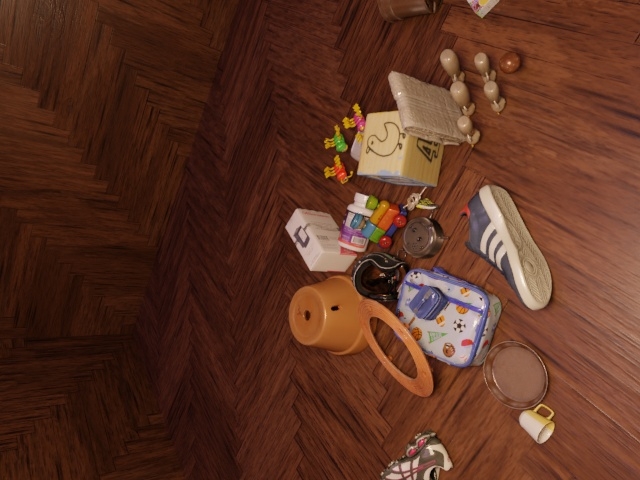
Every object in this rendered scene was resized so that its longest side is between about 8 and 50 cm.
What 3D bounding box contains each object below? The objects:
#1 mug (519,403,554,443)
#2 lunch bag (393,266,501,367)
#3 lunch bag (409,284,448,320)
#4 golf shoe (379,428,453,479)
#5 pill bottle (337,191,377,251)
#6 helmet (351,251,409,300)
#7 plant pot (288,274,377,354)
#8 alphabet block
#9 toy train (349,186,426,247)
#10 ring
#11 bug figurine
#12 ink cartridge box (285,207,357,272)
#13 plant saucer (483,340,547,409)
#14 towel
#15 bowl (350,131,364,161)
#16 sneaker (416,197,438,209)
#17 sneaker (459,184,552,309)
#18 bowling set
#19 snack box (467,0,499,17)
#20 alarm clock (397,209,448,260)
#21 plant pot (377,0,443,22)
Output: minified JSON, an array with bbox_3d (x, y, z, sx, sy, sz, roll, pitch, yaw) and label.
[{"bbox_3d":[0.531,0.447,1.111,0.064,0.078,0.062,34,143,55],"label":"mug"},{"bbox_3d":[0.349,0.208,1.304,0.303,0.115,0.243,20,98,47],"label":"lunch bag"},{"bbox_3d":[0.291,0.173,1.245,0.098,0.065,0.067,-57,44,17],"label":"lunch bag"},{"bbox_3d":[0.271,0.685,1.336,0.120,0.105,0.273,49,121,33],"label":"golf shoe"},{"bbox_3d":[0.135,-0.066,1.589,0.108,0.108,0.193,28,105,47],"label":"pill bottle"},{"bbox_3d":[0.186,0.114,1.456,0.162,0.169,0.169,12,94,39],"label":"helmet"},{"bbox_3d":[0.026,0.264,1.598,0.291,0.203,0.290,-8,80,48],"label":"plant pot"},{"bbox_3d":[0.256,-0.282,1.417,0.192,0.193,0.197,12,93,48],"label":"alphabet block"},{"bbox_3d":[0.211,-0.106,1.459,0.248,0.143,0.105,-58,14,27],"label":"toy train"},{"bbox_3d":[0.225,0.316,1.363,0.336,0.032,0.336,48,157,28],"label":"ring"},{"bbox_3d":[0.113,-0.343,1.601,0.279,0.072,0.216,-42,49,42],"label":"bug figurine"},{"bbox_3d":[0.000,0.000,1.687,0.100,0.172,0.237,-56,48,28],"label":"ink cartridge box"},{"bbox_3d":[0.504,0.345,1.167,0.168,0.029,0.168,-8,79,48],"label":"plant saucer"},{"bbox_3d":[0.312,-0.370,1.293,0.049,0.282,0.187,-34,61,47],"label":"towel"},{"bbox_3d":[0.169,-0.343,1.632,0.142,0.053,0.142,38,112,44],"label":"bowl"},{"bbox_3d":[0.335,-0.116,1.423,0.083,0.031,0.035,14,95,49],"label":"sneaker"},{"bbox_3d":[0.470,0.031,1.188,0.148,0.131,0.350,-43,48,45],"label":"sneaker"},{"bbox_3d":[0.464,-0.419,1.261,0.200,0.154,0.287,-14,72,28],"label":"bowling set"},{"bbox_3d":[0.479,-0.748,1.340,0.100,0.037,0.141,-40,56,38],"label":"snack box"},{"bbox_3d":[0.304,0.003,1.424,0.192,0.064,0.129,-48,52,38],"label":"alarm clock"},{"bbox_3d":[0.300,-0.804,1.471,0.165,0.167,0.167,20,100,41],"label":"plant pot"}]
